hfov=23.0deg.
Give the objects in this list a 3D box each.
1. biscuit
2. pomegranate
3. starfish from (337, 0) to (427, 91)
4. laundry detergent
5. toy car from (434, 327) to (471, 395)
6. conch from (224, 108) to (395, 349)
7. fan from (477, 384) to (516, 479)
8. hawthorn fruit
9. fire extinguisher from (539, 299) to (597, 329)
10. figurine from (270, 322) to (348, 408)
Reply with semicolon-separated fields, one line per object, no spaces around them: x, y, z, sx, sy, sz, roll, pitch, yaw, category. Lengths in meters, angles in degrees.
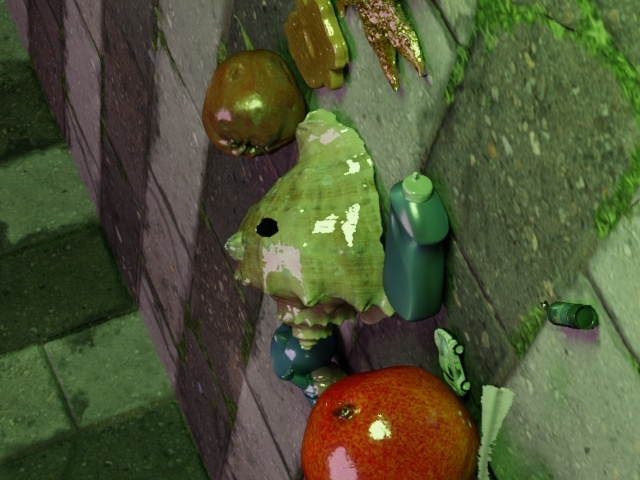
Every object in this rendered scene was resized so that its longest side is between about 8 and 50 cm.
-0.002;-0.247;1.972;0.184;0.027;0.133;116;131;-69;biscuit
0.096;0.267;1.931;0.256;0.221;0.221;30;-159;-49;pomegranate
0.054;-0.277;1.744;0.240;0.043;0.227;169;83;-76;starfish
0.111;0.000;1.839;0.206;0.061;0.097;91;161;-47;laundry detergent
0.160;0.150;1.910;0.041;0.025;0.093;37;144;61;toy car
-0.008;0.006;2.045;0.263;0.186;0.324;24;135;44;conch
0.177;0.303;1.764;0.012;0.233;0.415;-69;-17;-44;fan
-0.082;-0.201;2.129;0.149;0.149;0.189;19;91;69;hawthorn fruit
0.247;0.076;1.559;0.038;0.025;0.083;50;167;-13;fire extinguisher
-0.014;0.199;2.389;0.178;0.114;0.144;62;165;0;figurine
